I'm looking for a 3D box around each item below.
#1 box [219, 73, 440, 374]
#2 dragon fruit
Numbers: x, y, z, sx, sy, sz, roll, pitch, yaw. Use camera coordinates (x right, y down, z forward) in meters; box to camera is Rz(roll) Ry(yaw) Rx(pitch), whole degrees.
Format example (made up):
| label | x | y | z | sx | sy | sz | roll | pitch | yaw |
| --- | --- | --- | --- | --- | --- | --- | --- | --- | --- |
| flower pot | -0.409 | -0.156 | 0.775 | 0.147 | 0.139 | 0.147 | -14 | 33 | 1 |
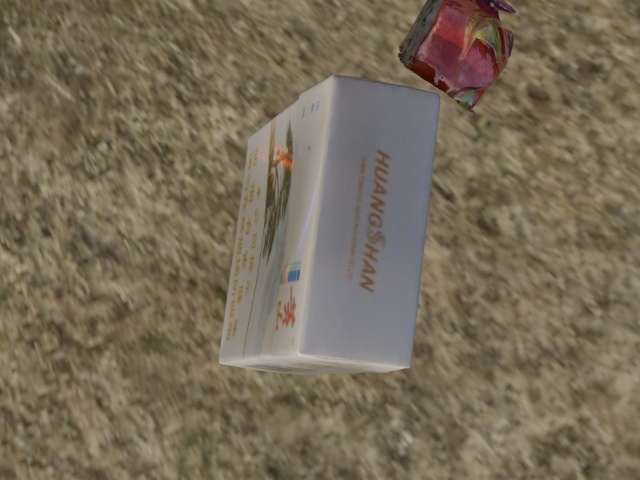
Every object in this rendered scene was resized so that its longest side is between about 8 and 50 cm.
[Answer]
| label | x | y | z | sx | sy | sz | roll | pitch | yaw |
| --- | --- | --- | --- | --- | --- | --- | --- | --- | --- |
| box | 0.000 | 0.000 | 1.019 | 0.067 | 0.233 | 0.150 | 6 | 83 | -13 |
| dragon fruit | 0.078 | -0.109 | 0.970 | 0.056 | 0.083 | 0.060 | 31 | 102 | -3 |
